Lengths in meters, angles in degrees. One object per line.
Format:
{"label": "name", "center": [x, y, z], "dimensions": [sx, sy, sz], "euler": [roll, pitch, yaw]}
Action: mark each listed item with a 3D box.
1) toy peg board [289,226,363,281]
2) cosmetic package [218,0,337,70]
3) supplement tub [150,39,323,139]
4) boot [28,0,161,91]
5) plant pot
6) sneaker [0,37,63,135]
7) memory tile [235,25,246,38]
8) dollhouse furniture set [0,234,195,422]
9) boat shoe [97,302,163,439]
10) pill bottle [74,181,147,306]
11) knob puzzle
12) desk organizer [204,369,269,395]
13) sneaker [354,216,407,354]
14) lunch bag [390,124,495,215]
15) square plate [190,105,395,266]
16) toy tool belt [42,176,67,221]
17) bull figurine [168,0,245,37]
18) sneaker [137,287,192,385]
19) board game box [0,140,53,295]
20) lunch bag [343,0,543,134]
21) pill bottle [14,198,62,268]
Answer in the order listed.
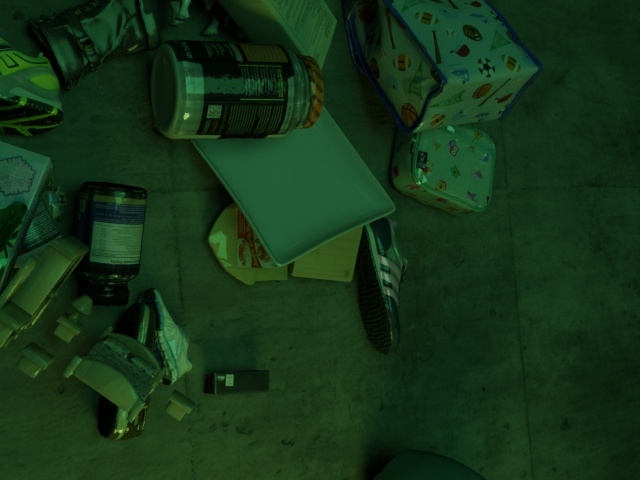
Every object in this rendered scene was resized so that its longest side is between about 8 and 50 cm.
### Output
{"label": "toy peg board", "center": [0.000, 0.000, 1.982], "dimensions": [0.161, 0.079, 0.160], "euler": [8, 97, -34]}
{"label": "cosmetic package", "center": [-0.092, -0.491, 1.850], "dimensions": [0.309, 0.113, 0.160], "euler": [48, 53, -53]}
{"label": "supplement tub", "center": [-0.165, -0.299, 1.781], "dimensions": [0.316, 0.194, 0.193], "euler": [-3, 88, -28]}
{"label": "boot", "center": [-0.444, -0.436, 1.683], "dimensions": [0.229, 0.091, 0.262], "euler": [-25, 93, -27]}
{"label": "plant pot", "center": [0.213, 0.581, 1.979], "dimensions": [0.195, 0.290, 0.290], "euler": [43, 54, 18]}
{"label": "sneaker", "center": [-0.620, -0.293, 1.505], "dimensions": [0.385, 0.145, 0.147], "euler": [17, 56, -51]}
{"label": "memory tile", "center": [-0.129, -0.499, 1.962], "dimensions": [0.113, 0.012, 0.147], "euler": [19, 75, -34]}
{"label": "dollhouse furniture set", "center": [-0.336, 0.165, 1.467], "dimensions": [0.356, 0.303, 0.173], "euler": [36, 93, -5]}
{"label": "boat shoe", "center": [-0.348, 0.249, 1.689], "dimensions": [0.095, 0.095, 0.257], "euler": [17, 85, -41]}
{"label": "pill bottle", "center": [-0.391, 0.006, 1.642], "dimensions": [0.123, 0.123, 0.219], "euler": [3, 97, -36]}
{"label": "knob puzzle", "center": [-0.157, -0.002, 1.883], "dimensions": [0.213, 0.030, 0.213], "euler": [3, 84, -36]}
{"label": "desk organizer", "center": [-0.172, 0.291, 1.831], "dimensions": [0.130, 0.050, 0.047], "euler": [3, 84, -36]}
{"label": "sneaker", "center": [0.158, 0.098, 2.055], "dimensions": [0.131, 0.112, 0.318], "euler": [-12, 94, -34]}
{"label": "lunch bag", "center": [0.305, -0.198, 2.192], "dimensions": [0.279, 0.108, 0.224], "euler": [21, 74, -33]}
{"label": "square plate", "center": [-0.060, -0.137, 1.887], "dimensions": [0.344, 0.049, 0.347], "euler": [-26, 75, -36]}
{"label": "toy tool belt", "center": [-0.493, -0.076, 1.639], "dimensions": [0.051, 0.052, 0.083], "euler": [-6, 92, -68]}
{"label": "bull figurine", "center": [-0.253, -0.522, 1.796], "dimensions": [0.310, 0.101, 0.188], "euler": [1, 91, -48]}
{"label": "sneaker", "center": [-0.302, 0.182, 1.746], "dimensions": [0.083, 0.071, 0.190], "euler": [-22, 102, -49]}
{"label": "board game box", "center": [-0.641, -0.036, 1.432], "dimensions": [0.319, 0.066, 0.317], "euler": [18, 73, -8]}
{"label": "lunch bag", "center": [0.265, -0.458, 2.101], "dimensions": [0.328, 0.239, 0.385], "euler": [-14, 63, -35]}
{"label": "pill bottle", "center": [-0.520, -0.012, 1.569], "dimensions": [0.108, 0.108, 0.180], "euler": [-32, 104, -34]}
